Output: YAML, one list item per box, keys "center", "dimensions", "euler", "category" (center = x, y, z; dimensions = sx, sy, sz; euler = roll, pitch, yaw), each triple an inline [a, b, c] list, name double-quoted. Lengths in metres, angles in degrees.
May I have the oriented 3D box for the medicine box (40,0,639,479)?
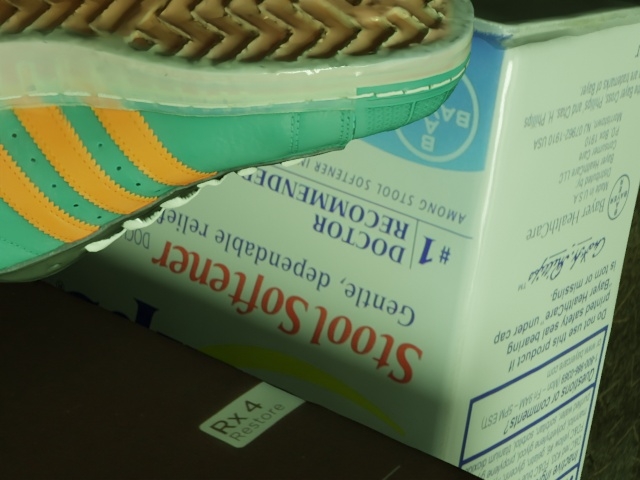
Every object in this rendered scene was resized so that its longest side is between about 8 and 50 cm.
- center: [0.000, 0.000, 0.777]
  dimensions: [0.149, 0.263, 0.289]
  euler: [-19, 123, -50]
  category: "medicine box"

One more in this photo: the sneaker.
- center: [-0.089, -0.051, 0.629]
  dimensions: [0.108, 0.302, 0.121]
  euler: [-87, 172, -45]
  category: "sneaker"

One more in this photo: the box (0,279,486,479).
- center: [-0.087, 0.143, 0.619]
  dimensions: [0.191, 0.381, 0.143]
  euler: [-35, 133, -42]
  category: "box"
